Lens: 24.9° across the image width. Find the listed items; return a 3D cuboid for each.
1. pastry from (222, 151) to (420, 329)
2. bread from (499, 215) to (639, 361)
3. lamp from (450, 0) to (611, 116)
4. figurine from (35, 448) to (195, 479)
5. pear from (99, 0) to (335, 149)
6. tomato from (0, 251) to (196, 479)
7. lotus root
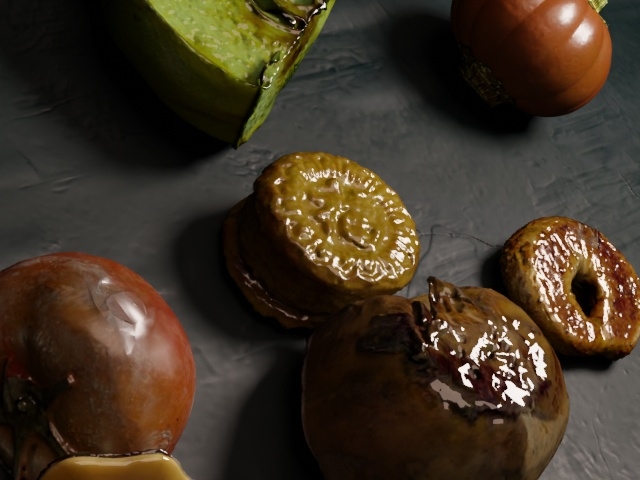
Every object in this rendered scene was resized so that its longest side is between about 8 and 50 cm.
[{"bbox_3d":[0.000,0.000,1.441,0.189,0.103,0.188,20,44,-21],"label":"pastry"},{"bbox_3d":[0.284,0.055,1.640,0.193,0.064,0.193,18,51,-25],"label":"bread"},{"bbox_3d":[0.259,-0.254,1.794,0.223,0.196,0.223,48,4,-4],"label":"lamp"},{"bbox_3d":[-0.125,0.296,1.008,0.181,0.208,0.257,34,20,-34],"label":"figurine"},{"bbox_3d":[-0.139,-0.234,1.513,0.255,0.164,0.238,30,52,-4],"label":"pear"},{"bbox_3d":[-0.194,0.097,1.180,0.214,0.155,0.181,44,37,6],"label":"tomato"},{"bbox_3d":[0.118,0.142,1.323,0.272,0.192,0.272,14,56,-21],"label":"lotus root"}]
